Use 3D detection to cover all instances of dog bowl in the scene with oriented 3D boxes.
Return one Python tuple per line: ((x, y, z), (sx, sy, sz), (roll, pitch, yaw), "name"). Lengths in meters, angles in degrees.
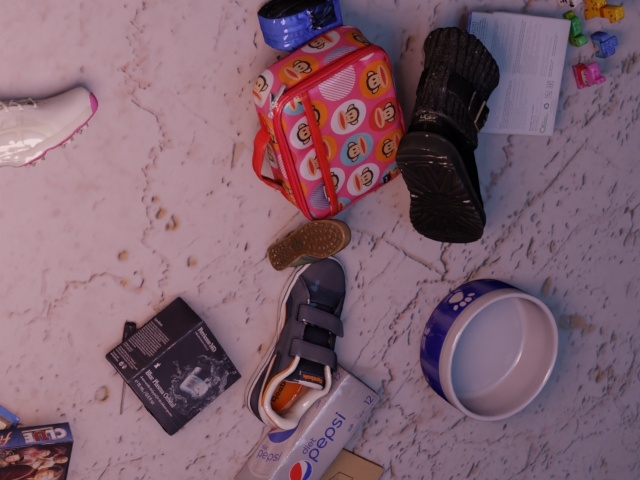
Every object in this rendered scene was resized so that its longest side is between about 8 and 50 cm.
((0.329, 0.212, 2.101), (0.265, 0.104, 0.265), (-9, 109, -26), "dog bowl")

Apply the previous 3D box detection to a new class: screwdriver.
((-0.321, 0.216, 1.799), (0.025, 0.024, 0.170), (4, 107, 0), "screwdriver")

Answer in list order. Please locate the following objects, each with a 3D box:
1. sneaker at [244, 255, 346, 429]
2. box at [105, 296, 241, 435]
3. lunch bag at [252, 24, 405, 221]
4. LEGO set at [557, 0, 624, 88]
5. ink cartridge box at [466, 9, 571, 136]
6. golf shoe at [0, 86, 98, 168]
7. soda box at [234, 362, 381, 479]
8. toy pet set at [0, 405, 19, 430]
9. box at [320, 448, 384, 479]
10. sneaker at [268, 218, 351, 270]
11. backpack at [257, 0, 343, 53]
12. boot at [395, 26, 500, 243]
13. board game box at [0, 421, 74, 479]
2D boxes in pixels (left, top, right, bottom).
((-0.021, 0.184, 1.892), (0.126, 0.127, 0.321), (19, 95, -30), "sneaker")
((-0.241, 0.209, 1.783), (0.158, 0.093, 0.156), (-40, 131, -13), "box")
((0.003, -0.179, 1.756), (0.258, 0.120, 0.293), (-31, 137, -13), "lunch bag")
((0.518, -0.398, 2.016), (0.087, 0.093, 0.227), (-31, 118, -17), "LEGO set")
((0.342, -0.305, 1.977), (0.224, 0.045, 0.223), (0, 105, -25), "ink cartridge box")
((-0.470, -0.161, 1.548), (0.306, 0.115, 0.140), (-32, 115, -17), "golf shoe")
((-0.025, 0.360, 1.964), (0.098, 0.091, 0.286), (39, 86, -33), "soda box")
((-0.532, 0.267, 1.693), (0.114, 0.065, 0.122), (32, 85, 3), "toy pet set")
((0.015, 0.495, 2.070), (0.164, 0.021, 0.201), (31, 89, -32), "box")
((0.000, 0.000, 1.822), (0.086, 0.192, 0.064), (-17, 86, -44), "sneaker")
((-0.034, -0.344, 1.731), (0.120, 0.098, 0.101), (-23, 116, -22), "backpack")
((0.235, -0.172, 1.870), (0.348, 0.131, 0.260), (68, 33, -57), "boot")
((-0.489, 0.393, 1.701), (0.165, 0.042, 0.243), (-3, 129, -28), "board game box")
